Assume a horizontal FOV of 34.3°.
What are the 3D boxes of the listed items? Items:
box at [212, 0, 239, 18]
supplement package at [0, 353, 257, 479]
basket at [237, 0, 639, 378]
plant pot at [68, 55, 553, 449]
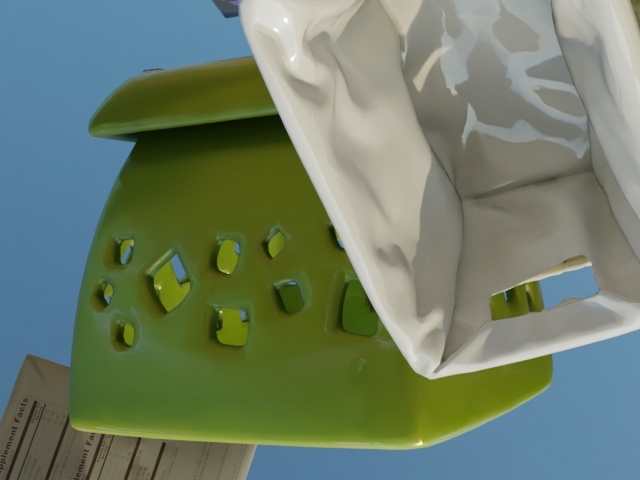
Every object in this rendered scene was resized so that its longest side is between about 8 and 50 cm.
[{"bbox_3d":[-0.061,-0.350,1.087,0.270,0.165,0.143,35,-133,-82],"label":"box"},{"bbox_3d":[-0.203,0.219,1.060,0.244,0.139,0.134,20,-104,-9],"label":"supplement package"},{"bbox_3d":[0.058,-0.052,0.372,0.103,0.113,0.167,-79,-33,-55],"label":"basket"},{"bbox_3d":[0.000,0.000,0.626,0.228,0.227,0.207,0,-93,-62],"label":"plant pot"}]
